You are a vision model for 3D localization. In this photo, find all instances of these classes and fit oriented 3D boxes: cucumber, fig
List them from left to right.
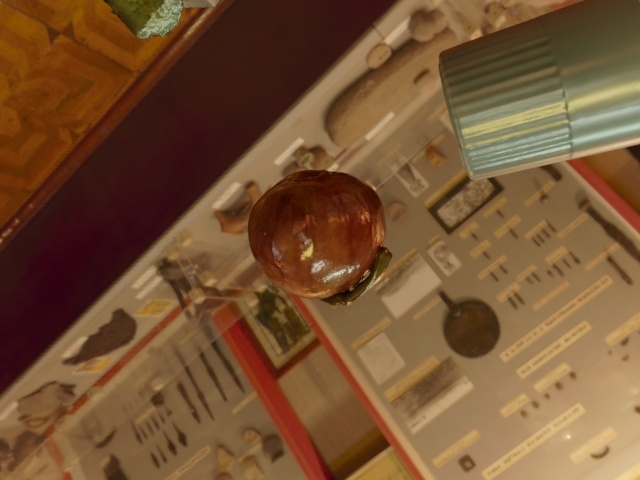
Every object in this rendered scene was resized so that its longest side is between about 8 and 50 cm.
[{"bbox_3d":[-0.225,-0.311,0.703,0.078,0.211,0.062,-48,154,16],"label":"cucumber"},{"bbox_3d":[-0.001,0.000,0.815,0.205,0.205,0.205,-30,156,-14],"label":"fig"}]

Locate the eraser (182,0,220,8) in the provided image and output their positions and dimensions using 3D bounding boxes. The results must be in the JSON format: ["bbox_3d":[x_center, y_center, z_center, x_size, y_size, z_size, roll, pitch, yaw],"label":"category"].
[{"bbox_3d":[-0.204,-0.485,1.119,0.103,0.150,0.023,-52,128,-6],"label":"eraser"}]

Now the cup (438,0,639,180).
[{"bbox_3d":[0.379,-0.287,1.042,0.312,0.330,0.257,-14,154,17],"label":"cup"}]
